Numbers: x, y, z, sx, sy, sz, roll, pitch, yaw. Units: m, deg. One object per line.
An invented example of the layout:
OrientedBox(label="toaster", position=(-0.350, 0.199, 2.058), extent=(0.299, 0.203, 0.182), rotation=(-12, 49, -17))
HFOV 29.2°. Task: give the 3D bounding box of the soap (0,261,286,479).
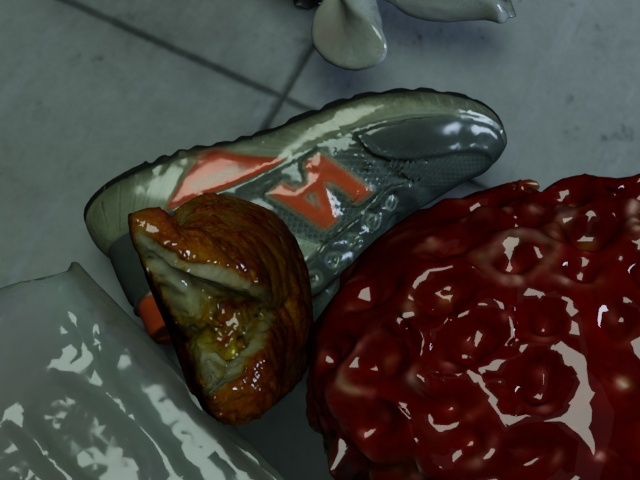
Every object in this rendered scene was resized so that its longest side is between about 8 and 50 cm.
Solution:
OrientedBox(label="soap", position=(-0.212, 0.266, 0.772), extent=(0.435, 0.213, 0.350), rotation=(-38, 75, -15))

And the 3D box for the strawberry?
OrientedBox(label="strawberry", position=(0.169, 0.065, 0.785), extent=(0.345, 0.317, 0.295), rotation=(-40, 49, -2))

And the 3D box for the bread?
OrientedBox(label="bread", position=(-0.050, 0.035, 0.749), extent=(0.095, 0.269, 0.139), rotation=(-27, 92, -1))

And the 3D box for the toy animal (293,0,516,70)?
OrientedBox(label="toy animal", position=(0.030, -0.296, 1.049), extent=(0.208, 0.154, 0.325), rotation=(-22, 79, -19))

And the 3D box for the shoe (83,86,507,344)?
OrientedBox(label="shoe", position=(0.000, 0.000, 0.941), extent=(0.336, 0.132, 0.171), rotation=(-16, 74, -7))
